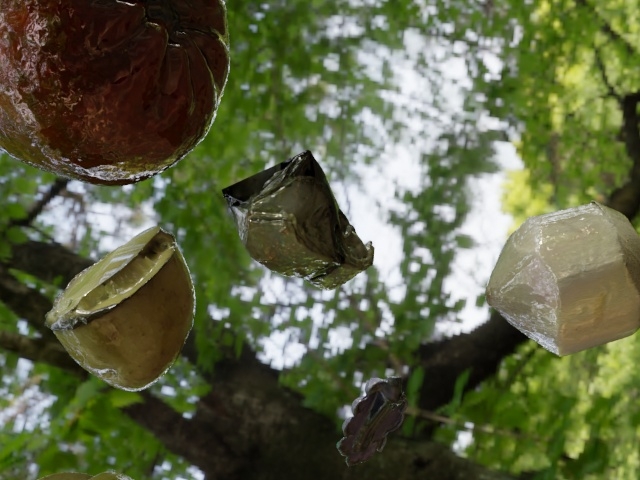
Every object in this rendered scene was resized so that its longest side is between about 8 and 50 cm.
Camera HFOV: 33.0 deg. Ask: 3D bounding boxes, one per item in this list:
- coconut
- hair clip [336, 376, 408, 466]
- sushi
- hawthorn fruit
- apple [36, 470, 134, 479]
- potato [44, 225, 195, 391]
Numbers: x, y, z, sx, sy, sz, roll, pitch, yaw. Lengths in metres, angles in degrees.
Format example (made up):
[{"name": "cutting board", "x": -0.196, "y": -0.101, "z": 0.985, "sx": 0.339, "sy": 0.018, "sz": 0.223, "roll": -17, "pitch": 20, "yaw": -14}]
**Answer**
[{"name": "coconut", "x": 0.356, "y": 0.058, "z": 1.572, "sx": 0.224, "sy": 0.233, "sz": 0.224, "roll": -23, "pitch": -90, "yaw": -81}, {"name": "hair clip", "x": 0.098, "y": 0.313, "z": 1.847, "sx": 0.124, "sy": 0.052, "sz": 0.195, "roll": 7, "pitch": -59, "yaw": -32}, {"name": "sushi", "x": -0.011, "y": 0.013, "z": 1.489, "sx": 0.273, "sy": 0.134, "sz": 0.109, "roll": 53, "pitch": -164, "yaw": -45}, {"name": "hawthorn fruit", "x": -0.337, "y": -0.256, "z": 1.473, "sx": 0.403, "sy": 0.402, "sz": 0.403, "roll": 9, "pitch": -90, "yaw": -67}, {"name": "apple", "x": -0.371, "y": 0.492, "z": 1.675, "sx": 0.254, "sy": 0.291, "sz": 0.292, "roll": -51, "pitch": -37, "yaw": -47}, {"name": "potato", "x": -0.326, "y": 0.137, "z": 1.882, "sx": 0.285, "sy": 0.242, "sz": 0.243, "roll": -64, "pitch": -27, "yaw": -54}]
